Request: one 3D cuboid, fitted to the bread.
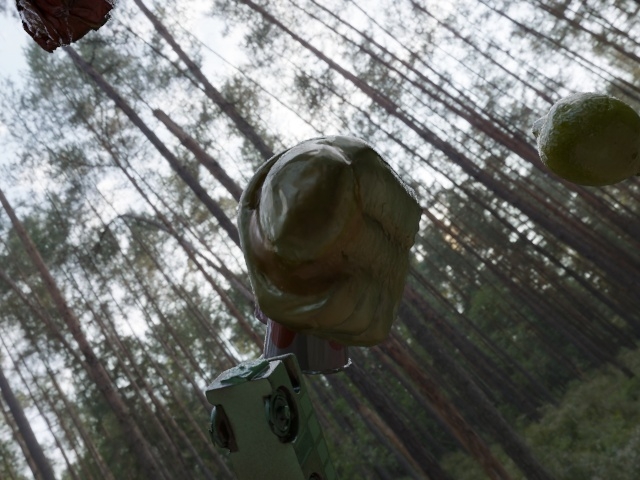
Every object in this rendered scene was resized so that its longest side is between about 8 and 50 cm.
[{"bbox_3d":[0.000,0.000,0.895,0.341,0.210,0.300,26,-109,-62],"label":"bread"}]

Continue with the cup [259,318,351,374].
[{"bbox_3d":[-0.026,0.116,1.249,0.203,0.203,0.288,-1,-84,-51],"label":"cup"}]

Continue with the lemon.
[{"bbox_3d":[0.553,-0.201,1.202,0.184,0.248,0.184,-54,-21,-32],"label":"lemon"}]

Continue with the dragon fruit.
[{"bbox_3d":[-0.584,-0.555,1.388,0.240,0.302,0.330,-6,-27,-46],"label":"dragon fruit"}]

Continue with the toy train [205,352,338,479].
[{"bbox_3d":[-0.067,0.338,0.946,0.129,0.326,0.159,-17,7,20],"label":"toy train"}]

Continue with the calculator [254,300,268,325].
[{"bbox_3d":[-0.104,0.150,1.588,0.043,0.294,0.194,-5,-87,-36],"label":"calculator"}]
